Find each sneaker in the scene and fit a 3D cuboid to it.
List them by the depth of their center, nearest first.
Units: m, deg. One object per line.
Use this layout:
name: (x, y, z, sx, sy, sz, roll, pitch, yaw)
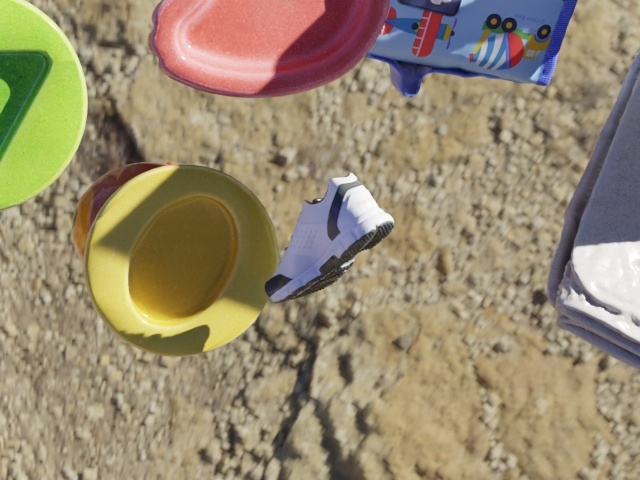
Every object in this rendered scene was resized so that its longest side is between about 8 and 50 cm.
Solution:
sneaker: (0.000, 0.000, 0.812, 0.040, 0.109, 0.044, -18, 72, -46)

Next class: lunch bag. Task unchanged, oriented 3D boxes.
lunch bag: (0.083, -0.249, 0.993, 0.220, 0.138, 0.293, 7, 106, -16)

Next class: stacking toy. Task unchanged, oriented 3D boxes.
stacking toy: (-0.125, -0.115, 0.875, 0.279, 0.130, 0.309, 25, 94, -20)

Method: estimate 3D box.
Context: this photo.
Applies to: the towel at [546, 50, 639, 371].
towel: (0.275, -0.015, 0.983, 0.187, 0.049, 0.282, 31, 58, -2)
